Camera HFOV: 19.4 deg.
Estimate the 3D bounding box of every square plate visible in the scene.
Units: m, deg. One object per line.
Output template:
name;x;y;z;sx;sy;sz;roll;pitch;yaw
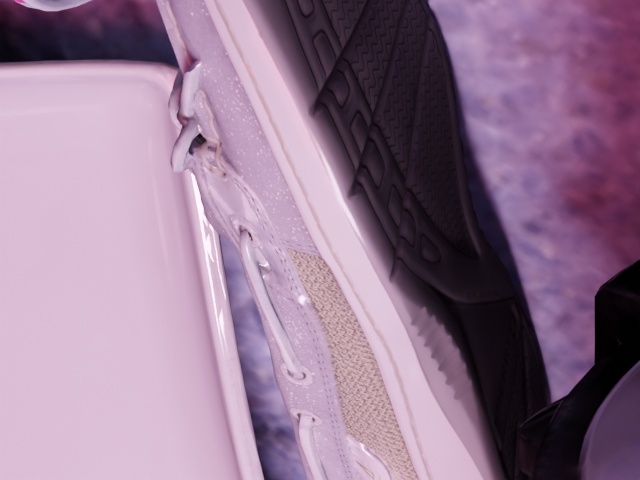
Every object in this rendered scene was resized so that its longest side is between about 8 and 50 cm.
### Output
square plate;-0.179;0.063;0.847;0.347;0.049;0.344;3;124;21

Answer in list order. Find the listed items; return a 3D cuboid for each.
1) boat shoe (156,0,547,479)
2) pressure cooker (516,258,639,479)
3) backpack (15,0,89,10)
boat shoe;0.001;-0.001;0.690;0.103;0.118;0.320;-6;134;22
pressure cooker;0.236;0.179;0.534;0.369;0.375;0.420;-1;113;11
backpack;0.003;-0.169;0.442;0.191;0.253;0.225;53;133;1
